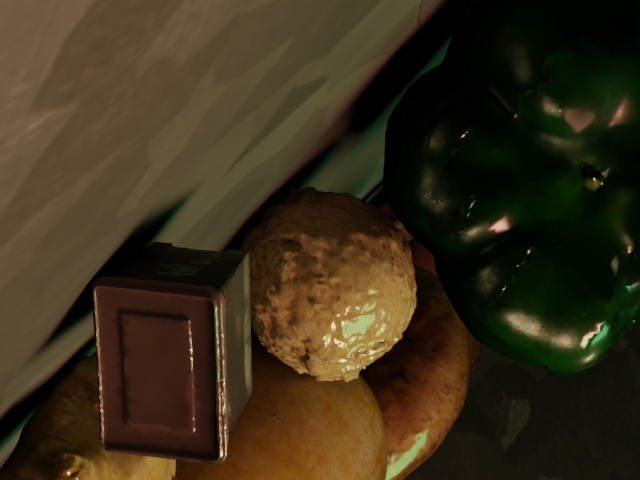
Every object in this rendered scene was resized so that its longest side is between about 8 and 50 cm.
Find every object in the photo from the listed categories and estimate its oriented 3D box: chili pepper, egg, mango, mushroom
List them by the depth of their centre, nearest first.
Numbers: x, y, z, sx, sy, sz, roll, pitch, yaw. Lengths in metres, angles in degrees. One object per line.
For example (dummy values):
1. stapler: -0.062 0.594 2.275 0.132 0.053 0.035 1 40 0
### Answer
1. chili pepper: 0.155 -0.035 1.043 0.233 0.248 0.256 -48 180 11
2. egg: 0.002 0.027 1.048 0.140 0.116 0.118 2 108 -80
3. mango: -0.090 0.196 1.068 0.221 0.199 0.384 -41 -175 45
4. mushroom: -0.003 0.123 1.348 0.278 0.146 0.278 -25 -147 18

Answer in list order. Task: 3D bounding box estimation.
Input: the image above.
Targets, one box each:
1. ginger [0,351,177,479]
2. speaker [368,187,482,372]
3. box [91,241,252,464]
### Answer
1. ginger: -0.201 0.219 0.765 0.363 0.122 0.348 -60 163 22
2. speaker: 0.088 -0.015 1.708 0.259 0.198 0.329 -4 140 -19
3. box: -0.062 0.047 0.749 0.063 0.060 0.084 -57 149 -65
